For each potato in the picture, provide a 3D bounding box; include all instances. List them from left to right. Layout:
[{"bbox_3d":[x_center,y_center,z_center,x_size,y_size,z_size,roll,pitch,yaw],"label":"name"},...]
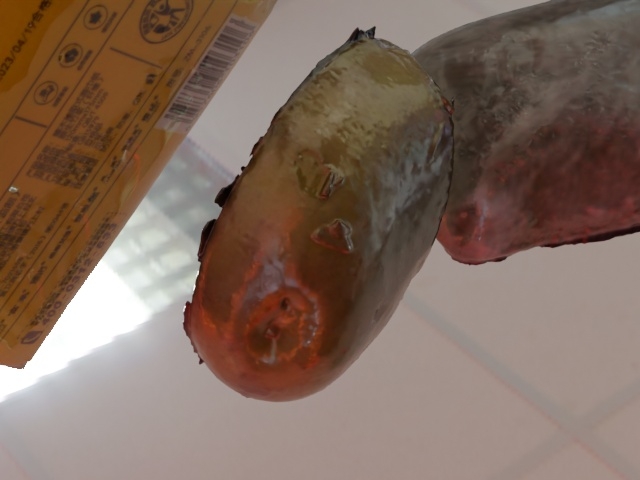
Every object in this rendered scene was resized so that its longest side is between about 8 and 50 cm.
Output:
[{"bbox_3d":[0.000,0.000,0.929,0.098,0.243,0.138,28,-158,23],"label":"potato"}]

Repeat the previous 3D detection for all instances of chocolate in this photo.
[{"bbox_3d":[0.198,-0.102,1.041,0.303,0.100,0.185,-16,-120,-6],"label":"chocolate"}]

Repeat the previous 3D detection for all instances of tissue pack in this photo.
[{"bbox_3d":[-0.257,-0.116,1.140,0.228,0.293,0.382,42,-76,27],"label":"tissue pack"}]
